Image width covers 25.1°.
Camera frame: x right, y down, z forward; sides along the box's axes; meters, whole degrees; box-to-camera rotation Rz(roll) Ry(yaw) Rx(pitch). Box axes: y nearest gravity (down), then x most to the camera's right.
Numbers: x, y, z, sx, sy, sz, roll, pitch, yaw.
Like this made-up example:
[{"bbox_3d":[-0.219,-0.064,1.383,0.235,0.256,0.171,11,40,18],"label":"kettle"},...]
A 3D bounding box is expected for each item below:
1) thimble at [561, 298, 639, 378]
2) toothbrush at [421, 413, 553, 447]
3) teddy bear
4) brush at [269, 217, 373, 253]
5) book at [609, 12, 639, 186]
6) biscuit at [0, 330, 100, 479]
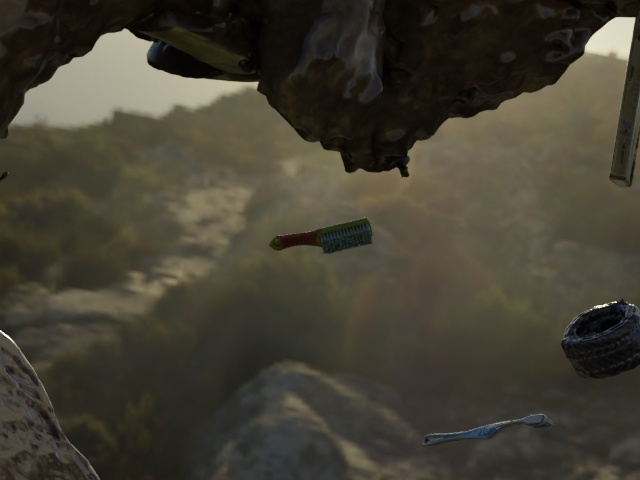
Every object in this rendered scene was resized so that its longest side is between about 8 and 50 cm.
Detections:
[{"bbox_3d":[0.359,0.123,1.786,0.104,0.066,0.095,-22,19,24],"label":"thimble"},{"bbox_3d":[0.143,0.169,1.273,0.017,0.014,0.162,32,-30,-29],"label":"toothbrush"},{"bbox_3d":[-0.041,-0.082,0.622,0.222,0.296,0.246,44,-6,-18],"label":"teddy bear"},{"bbox_3d":[0.000,0.000,1.149,0.083,0.019,0.021,-9,40,4],"label":"brush"},{"bbox_3d":[0.350,-0.213,1.548,0.021,0.311,0.217,10,3,14],"label":"book"},{"bbox_3d":[-0.240,0.182,0.899,0.381,0.074,0.359,53,21,-2],"label":"biscuit"}]
